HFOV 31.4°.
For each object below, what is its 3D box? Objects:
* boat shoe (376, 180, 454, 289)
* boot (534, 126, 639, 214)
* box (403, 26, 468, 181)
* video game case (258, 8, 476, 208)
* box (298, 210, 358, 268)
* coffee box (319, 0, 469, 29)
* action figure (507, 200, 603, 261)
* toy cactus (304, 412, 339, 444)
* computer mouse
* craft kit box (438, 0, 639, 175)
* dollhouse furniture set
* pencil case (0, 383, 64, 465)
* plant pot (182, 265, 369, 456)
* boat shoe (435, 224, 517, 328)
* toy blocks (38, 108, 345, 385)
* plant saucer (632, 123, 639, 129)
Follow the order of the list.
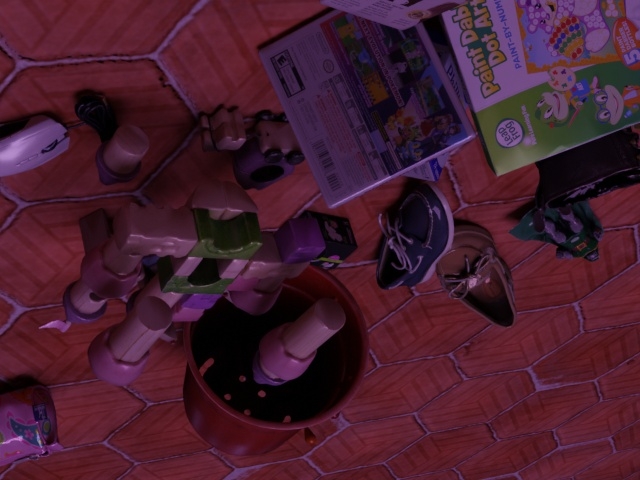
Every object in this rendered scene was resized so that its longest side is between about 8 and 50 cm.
[{"bbox_3d":[0.130,-0.002,1.676,0.079,0.095,0.254,-21,160,-17],"label":"boat shoe"},{"bbox_3d":[0.353,-0.166,1.387,0.263,0.229,0.091,-28,148,17],"label":"boot"},{"bbox_3d":[0.119,-0.162,1.353,0.072,0.137,0.126,14,158,22],"label":"box"},{"bbox_3d":[0.050,-0.164,1.271,0.183,0.201,0.023,-26,172,14],"label":"video game case"},{"bbox_3d":[0.000,0.000,1.645,0.083,0.052,0.062,11,139,-38],"label":"box"},{"bbox_3d":[0.133,-0.315,0.988,0.118,0.168,0.297,9,166,-38],"label":"coffee box"},{"bbox_3d":[0.406,-0.011,1.839,0.137,0.064,0.232,-33,150,18],"label":"action figure"},{"bbox_3d":[0.001,0.269,2.050,0.180,0.112,0.219,-31,140,2],"label":"toy cactus"},{"bbox_3d":[-0.325,-0.108,1.309,0.192,0.042,0.106,-16,150,-4],"label":"computer mouse"},{"bbox_3d":[0.269,-0.230,1.275,0.246,0.061,0.250,-20,109,7],"label":"craft kit box"},{"bbox_3d":[-0.205,0.033,1.514,0.129,0.129,0.183,-27,148,14],"label":"dollhouse furniture set"},{"bbox_3d":[-0.552,0.319,1.804,0.284,0.124,0.124,-17,150,0],"label":"pencil case"},{"bbox_3d":[-0.091,0.196,1.734,0.272,0.273,0.265,-7,156,-18],"label":"plant pot"},{"bbox_3d":[0.254,0.058,1.835,0.104,0.089,0.285,-29,147,19],"label":"boat shoe"},{"bbox_3d":[-0.166,0.034,1.383,0.288,0.309,0.260,3,150,-32],"label":"toy blocks"},{"bbox_3d":[0.492,-0.234,1.476,0.241,0.037,0.241,-34,166,-10],"label":"plant saucer"}]
